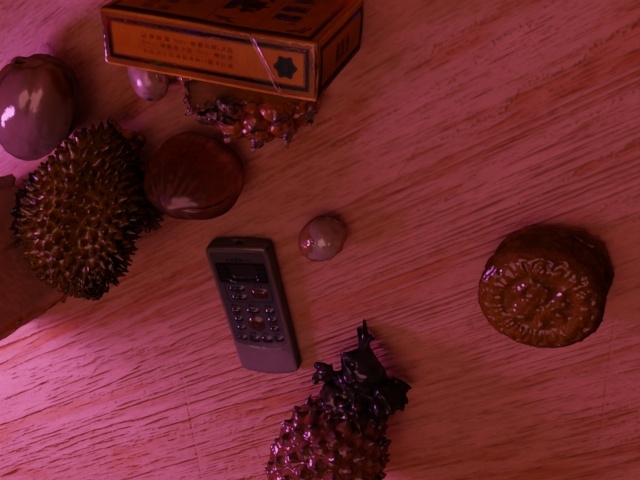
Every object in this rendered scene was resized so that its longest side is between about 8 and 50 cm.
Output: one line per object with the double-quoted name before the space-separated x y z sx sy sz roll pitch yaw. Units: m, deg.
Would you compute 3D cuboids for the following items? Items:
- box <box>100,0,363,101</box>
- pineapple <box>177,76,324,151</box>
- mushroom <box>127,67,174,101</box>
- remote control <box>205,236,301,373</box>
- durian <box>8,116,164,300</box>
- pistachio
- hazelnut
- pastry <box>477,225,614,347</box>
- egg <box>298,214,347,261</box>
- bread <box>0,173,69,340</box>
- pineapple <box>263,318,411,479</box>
"box" -0.113 -0.284 1.151 0.301 0.193 0.084 13 127 15
"pineapple" -0.138 -0.185 1.254 0.250 0.164 0.140 22 135 4
"mushroom" -0.261 -0.257 1.315 0.083 0.067 0.083 41 142 42
"remote control" -0.116 0.123 1.521 0.123 0.038 0.285 3 123 21
"durian" -0.383 -0.046 1.396 0.258 0.258 0.293 37 126 -3
"pistachio" -0.463 -0.215 1.386 0.144 0.144 0.215 37 141 -3
"hazelnut" -0.201 -0.097 1.345 0.150 0.150 0.150 11 125 16
"pastry" 0.331 0.069 1.253 0.189 0.103 0.188 11 126 15
"egg" 0.000 0.000 1.370 0.071 0.071 0.083 42 131 -8
"bread" -0.692 0.097 1.521 0.371 0.390 0.279 -21 98 47
"pineapple" 0.048 0.319 1.496 0.223 0.223 0.357 24 110 7
